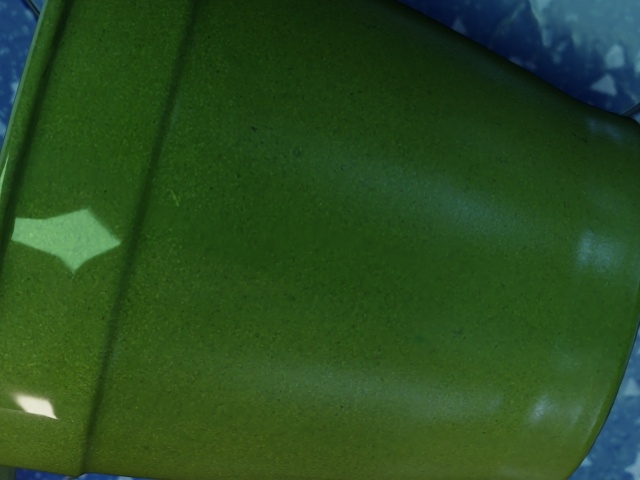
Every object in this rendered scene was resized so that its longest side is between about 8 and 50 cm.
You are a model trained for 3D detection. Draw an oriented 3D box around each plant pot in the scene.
[{"bbox_3d":[0.000,0.000,0.944,0.353,0.366,0.366,14,107,-4],"label":"plant pot"}]

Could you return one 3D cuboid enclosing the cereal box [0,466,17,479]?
[{"bbox_3d":[-0.342,0.218,1.148,0.240,0.173,0.047,-14,137,15],"label":"cereal box"}]
